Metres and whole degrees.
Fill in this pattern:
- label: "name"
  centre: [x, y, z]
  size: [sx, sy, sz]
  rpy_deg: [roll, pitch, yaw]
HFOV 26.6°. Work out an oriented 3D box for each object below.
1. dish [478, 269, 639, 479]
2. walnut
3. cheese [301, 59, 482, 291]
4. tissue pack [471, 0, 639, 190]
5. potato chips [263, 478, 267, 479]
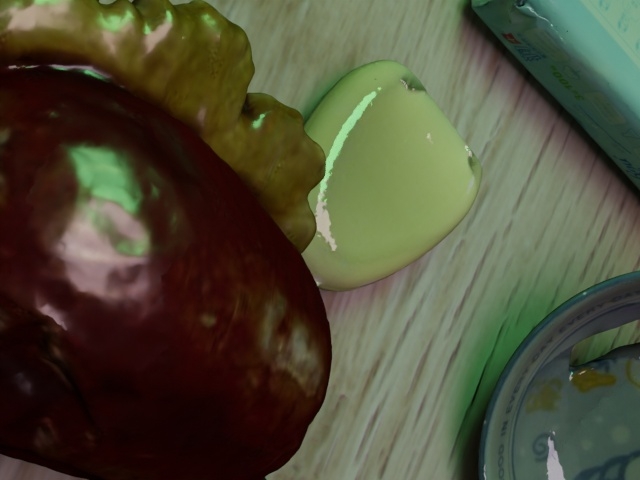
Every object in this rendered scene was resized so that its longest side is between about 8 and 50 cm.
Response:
- label: "dish"
  centre: [0.246, 0.147, 0.971]
  size: [0.273, 0.134, 0.273]
  rpy_deg: [0, 95, 3]
- label: "walnut"
  centre: [-0.108, -0.004, 0.698]
  size: [0.269, 0.222, 0.244]
  rpy_deg: [32, 81, -43]
- label: "cheese"
  centre: [0.000, 0.000, 0.863]
  size: [0.127, 0.054, 0.251]
  rpy_deg: [50, 62, -17]
- label: "tissue pack"
  centre: [0.243, -0.156, 1.019]
  size: [0.263, 0.089, 0.177]
  rpy_deg: [42, 66, -27]
- label: "potato chips"
  centre: [-0.071, 0.208, 0.813]
  size: [0.092, 0.028, 0.207]
  rpy_deg: [12, 78, -31]
